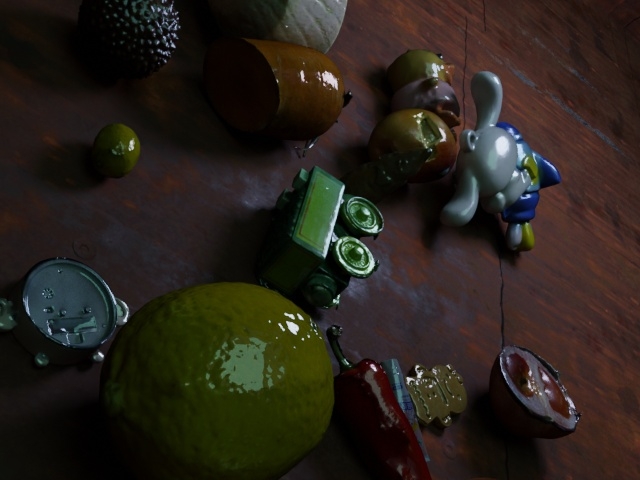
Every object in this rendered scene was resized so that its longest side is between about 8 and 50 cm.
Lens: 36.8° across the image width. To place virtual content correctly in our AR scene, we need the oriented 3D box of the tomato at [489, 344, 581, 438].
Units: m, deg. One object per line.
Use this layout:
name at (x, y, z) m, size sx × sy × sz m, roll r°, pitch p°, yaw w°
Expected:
tomato at (0.415, 0.322, 1.975) m, size 0.228 × 0.112 × 0.199 m, roll 31°, pitch 34°, yaw -25°

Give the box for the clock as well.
clock at (-0.371, 0.102, 1.398) m, size 0.229 × 0.063 × 0.155 m, roll 3°, pitch 57°, yaw -43°

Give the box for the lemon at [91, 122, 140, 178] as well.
lemon at (-0.344, -0.153, 1.619) m, size 0.082 × 0.082 × 0.110 m, roll 33°, pitch 39°, yaw -22°

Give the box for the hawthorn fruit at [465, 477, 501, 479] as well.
hawthorn fruit at (0.295, 0.480, 1.701) m, size 0.133 × 0.138 × 0.132 m, roll 27°, pitch 46°, yaw -32°

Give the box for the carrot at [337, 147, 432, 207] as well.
carrot at (0.112, -0.116, 1.911) m, size 0.102 × 0.263 × 0.102 m, roll 38°, pitch 36°, yaw -35°

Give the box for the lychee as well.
lychee at (-0.345, -0.375, 1.728) m, size 0.188 × 0.188 × 0.188 m, roll 26°, pitch 44°, yaw -28°

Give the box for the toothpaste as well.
toothpaste at (0.151, 0.316, 1.773) m, size 0.067 × 0.043 × 0.194 m, roll 3°, pitch 63°, yaw -48°

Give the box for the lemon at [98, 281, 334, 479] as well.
lemon at (-0.142, 0.211, 1.342) m, size 0.336 × 0.336 × 0.336 m, roll 26°, pitch 44°, yaw -28°

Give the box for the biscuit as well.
biscuit at (0.227, 0.300, 1.871) m, size 0.184 × 0.027 × 0.133 m, roll 8°, pitch 53°, yaw -42°

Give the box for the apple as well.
apple at (0.199, -0.208, 2.136) m, size 0.199 × 0.199 × 0.199 m, roll 26°, pitch 44°, yaw -28°

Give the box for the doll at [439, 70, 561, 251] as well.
doll at (0.419, -0.156, 2.291) m, size 0.366 × 0.187 × 0.376 m, roll 33°, pitch 84°, yaw -43°

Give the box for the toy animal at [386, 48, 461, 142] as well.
toy animal at (0.249, -0.356, 2.335) m, size 0.169 × 0.195 × 0.281 m, roll -2°, pitch 56°, yaw 1°

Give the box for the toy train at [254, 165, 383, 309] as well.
toy train at (0.000, 0.000, 1.785) m, size 0.188 × 0.159 × 0.271 m, roll 32°, pitch 41°, yaw -14°

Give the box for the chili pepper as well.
chili pepper at (0.105, 0.322, 1.671) m, size 0.110 × 0.110 × 0.387 m, roll -24°, pitch 83°, yaw -52°

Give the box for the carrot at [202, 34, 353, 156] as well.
carrot at (-0.057, -0.292, 1.932) m, size 0.331 × 0.193 × 0.214 m, roll -4°, pitch 64°, yaw -46°

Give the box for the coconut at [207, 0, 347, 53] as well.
coconut at (-0.073, -0.519, 2.040) m, size 0.329 × 0.329 × 0.328 m, roll 26°, pitch 44°, yaw -28°
